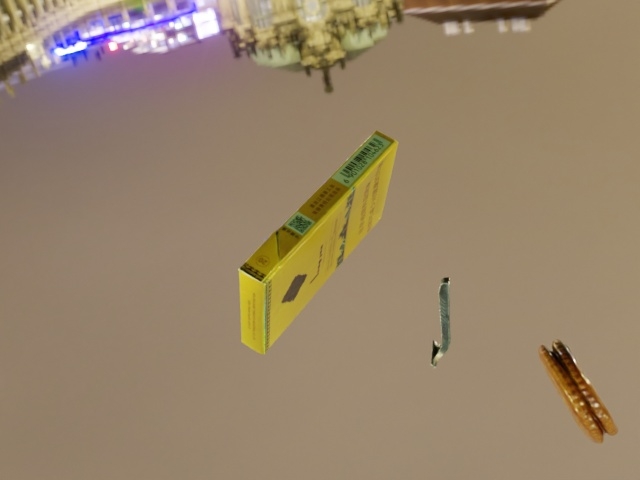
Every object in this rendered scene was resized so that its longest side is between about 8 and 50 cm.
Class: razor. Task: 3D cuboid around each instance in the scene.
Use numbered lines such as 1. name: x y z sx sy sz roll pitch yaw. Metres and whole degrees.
1. razor: 0.222 0.142 1.393 0.033 0.190 0.066 5 -142 8

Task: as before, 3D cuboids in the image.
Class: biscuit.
1. biscuit: 0.505 0.295 1.526 0.066 0.220 0.220 -31 -157 7

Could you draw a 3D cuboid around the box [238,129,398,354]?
1. box: 0.001 -0.001 0.951 0.041 0.153 0.279 31 -124 17
